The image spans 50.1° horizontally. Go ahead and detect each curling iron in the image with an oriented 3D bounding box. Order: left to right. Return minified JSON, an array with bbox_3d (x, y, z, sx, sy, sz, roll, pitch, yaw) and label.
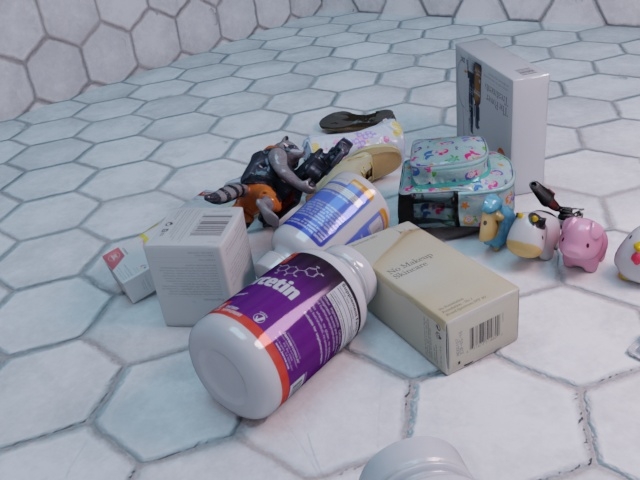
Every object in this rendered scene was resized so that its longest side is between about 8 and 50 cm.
[{"bbox_3d":[0.470,-0.084,1.379,0.068,0.035,0.274,11,-5,36],"label":"curling iron"}]

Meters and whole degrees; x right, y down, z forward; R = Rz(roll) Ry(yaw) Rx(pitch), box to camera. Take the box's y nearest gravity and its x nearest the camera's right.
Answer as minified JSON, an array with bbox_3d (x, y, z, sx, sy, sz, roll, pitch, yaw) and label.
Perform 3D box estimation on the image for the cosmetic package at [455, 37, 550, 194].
[{"bbox_3d":[0.442,-0.319,1.712,0.097,0.285,0.377,-12,29,-4],"label":"cosmetic package"}]

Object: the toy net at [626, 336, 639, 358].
[{"bbox_3d":[0.599,0.134,1.110,0.232,0.045,0.122,-12,30,-7],"label":"toy net"}]

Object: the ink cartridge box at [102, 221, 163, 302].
[{"bbox_3d":[-0.342,0.032,1.447,0.198,0.067,0.115,-32,46,-20],"label":"ink cartridge box"}]

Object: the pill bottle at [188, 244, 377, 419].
[{"bbox_3d":[-0.048,0.132,1.128,0.181,0.182,0.323,16,37,35],"label":"pill bottle"}]

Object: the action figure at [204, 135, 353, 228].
[{"bbox_3d":[-0.102,-0.135,1.478,0.341,0.178,0.330,-40,15,36],"label":"action figure"}]

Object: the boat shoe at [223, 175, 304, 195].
[{"bbox_3d":[-0.139,-0.146,1.746,0.226,0.083,0.076,3,32,20],"label":"boat shoe"}]

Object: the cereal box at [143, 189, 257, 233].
[{"bbox_3d":[-0.277,-0.044,1.634,0.172,0.047,0.240,11,34,29],"label":"cereal box"}]

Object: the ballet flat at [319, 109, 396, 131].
[{"bbox_3d":[0.115,-0.360,2.108,0.249,0.058,0.084,-1,51,24],"label":"ballet flat"}]

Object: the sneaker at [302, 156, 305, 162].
[{"bbox_3d":[0.022,-0.239,1.916,0.169,0.068,0.071,-13,13,-27],"label":"sneaker"}]

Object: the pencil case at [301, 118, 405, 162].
[{"bbox_3d":[0.091,-0.240,1.820,0.273,0.124,0.113,-14,30,-10],"label":"pencil case"}]

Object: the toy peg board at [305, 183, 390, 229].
[{"bbox_3d":[0.060,-0.035,1.531,0.161,0.079,0.161,-11,45,-4],"label":"toy peg board"}]

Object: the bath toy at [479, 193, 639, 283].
[{"bbox_3d":[0.484,-0.008,1.307,0.348,0.129,0.151,14,35,32],"label":"bath toy"}]

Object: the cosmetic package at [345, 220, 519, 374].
[{"bbox_3d":[0.189,0.090,1.221,0.160,0.113,0.309,-22,33,-23],"label":"cosmetic package"}]

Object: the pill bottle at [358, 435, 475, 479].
[{"bbox_3d":[0.138,0.352,0.713,0.160,0.161,0.283,-11,29,-7],"label":"pill bottle"}]

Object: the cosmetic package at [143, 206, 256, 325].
[{"bbox_3d":[-0.223,0.049,1.314,0.151,0.184,0.151,0,30,12],"label":"cosmetic package"}]

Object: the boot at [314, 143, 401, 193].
[{"bbox_3d":[0.104,-0.148,1.679,0.261,0.095,0.203,-15,29,-9],"label":"boot"}]

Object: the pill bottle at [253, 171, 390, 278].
[{"bbox_3d":[0.000,0.000,1.353,0.272,0.152,0.152,-43,42,-23],"label":"pill bottle"}]

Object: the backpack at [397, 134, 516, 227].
[{"bbox_3d":[0.303,-0.126,1.515,0.253,0.191,0.225,4,30,10],"label":"backpack"}]
